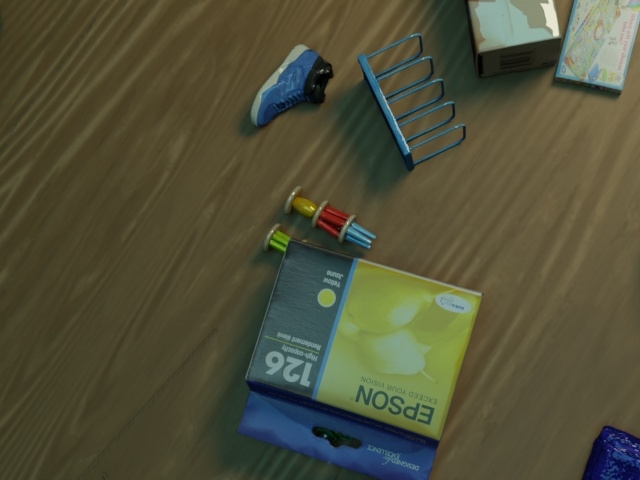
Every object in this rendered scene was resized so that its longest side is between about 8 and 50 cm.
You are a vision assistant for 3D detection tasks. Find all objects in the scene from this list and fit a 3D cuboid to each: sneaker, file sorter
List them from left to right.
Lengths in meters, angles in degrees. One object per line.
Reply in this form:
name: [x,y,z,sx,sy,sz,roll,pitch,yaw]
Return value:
sneaker: [-0.041,-0.233,1.724,0.085,0.058,0.152,35,84,21]
file sorter: [0.142,-0.214,1.659,0.105,0.118,0.170,-25,80,4]

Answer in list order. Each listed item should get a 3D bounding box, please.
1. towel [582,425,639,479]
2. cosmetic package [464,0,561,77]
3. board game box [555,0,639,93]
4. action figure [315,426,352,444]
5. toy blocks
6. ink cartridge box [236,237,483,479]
towel: [0.514,0.417,1.537,0.308,0.076,0.227,19,87,12]
cosmetic package: [0.276,-0.414,1.639,0.129,0.153,0.296,-8,81,9]
board game box: [0.429,-0.311,1.660,0.104,0.026,0.154,14,86,12]
action figure: [0.049,0.221,1.658,0.137,0.063,0.232,26,92,9]
toy blocks: [0.000,0.000,1.693,0.148,0.054,0.123,29,89,12]
ink cartridge box: [0.052,0.183,1.596,0.304,0.072,0.307,16,85,10]
